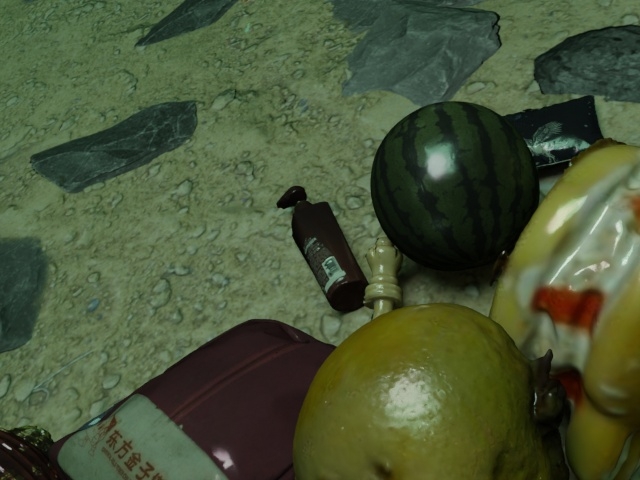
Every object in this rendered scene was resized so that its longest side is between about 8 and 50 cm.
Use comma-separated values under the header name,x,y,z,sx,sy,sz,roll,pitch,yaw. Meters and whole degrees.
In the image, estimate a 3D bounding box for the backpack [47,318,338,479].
name,x,y,z,sx,sy,sz,roll,pitch,yaw
backpack,-0.092,0.224,0.749,0.317,0.197,0.283,-36,44,-29

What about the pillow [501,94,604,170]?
name,x,y,z,sx,sy,sz,roll,pitch,yaw
pillow,0.285,-0.141,0.973,0.208,0.055,0.141,-10,46,20

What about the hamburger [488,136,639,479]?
name,x,y,z,sx,sy,sz,roll,pitch,yaw
hamburger,0.291,0.072,0.657,0.186,0.261,0.302,37,92,38

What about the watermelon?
name,x,y,z,sx,sy,sz,roll,pitch,yaw
watermelon,0.163,-0.068,0.861,0.212,0.212,0.212,-14,47,15

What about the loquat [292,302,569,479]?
name,x,y,z,sx,sy,sz,roll,pitch,yaw
loquat,0.096,0.169,0.593,0.244,0.244,0.243,-14,47,15

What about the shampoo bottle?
name,x,y,z,sx,sy,sz,roll,pitch,yaw
shampoo bottle,-0.001,0.002,0.985,0.068,0.067,0.236,-22,45,-5

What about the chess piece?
name,x,y,z,sx,sy,sz,roll,pitch,yaw
chess piece,0.078,0.074,0.864,0.060,0.060,0.172,-8,59,20

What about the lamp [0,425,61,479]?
name,x,y,z,sx,sy,sz,roll,pitch,yaw
lamp,-0.394,0.321,0.794,0.247,0.247,0.247,-14,47,15
